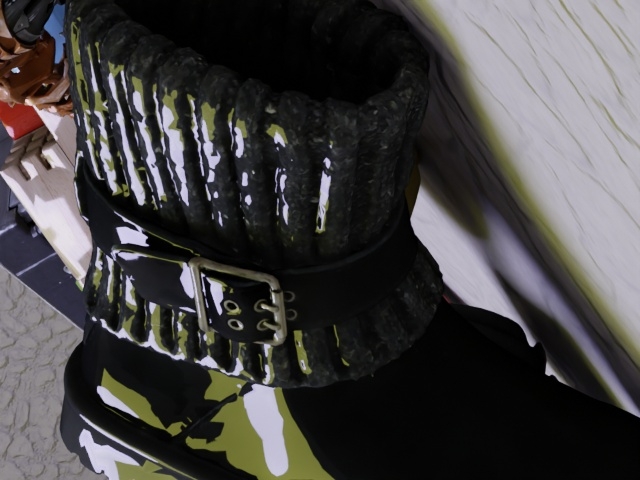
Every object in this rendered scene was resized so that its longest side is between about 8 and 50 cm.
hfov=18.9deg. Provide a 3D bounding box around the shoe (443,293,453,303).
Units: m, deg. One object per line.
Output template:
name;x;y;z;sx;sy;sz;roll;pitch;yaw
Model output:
shoe;0.052;0.039;1.377;0.081;0.063;0.178;49;-178;-16

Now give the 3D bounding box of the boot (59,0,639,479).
boot;0.038;0.026;0.863;0.131;0.348;0.260;-63;-14;-55

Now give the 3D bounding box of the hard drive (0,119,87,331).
hard drive;-0.152;0.002;1.631;0.339;0.064;0.237;44;-152;-38

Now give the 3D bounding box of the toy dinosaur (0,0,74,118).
toy dinosaur;-0.174;-0.170;1.037;0.164;0.218;0.322;51;177;19

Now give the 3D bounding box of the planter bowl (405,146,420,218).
planter bowl;-0.010;-0.050;1.047;0.217;0.090;0.217;47;174;6

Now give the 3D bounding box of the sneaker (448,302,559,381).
sneaker;0.137;0.137;1.088;0.295;0.104;0.147;34;-147;-14

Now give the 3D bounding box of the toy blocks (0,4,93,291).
toy blocks;-0.157;-0.122;1.409;0.261;0.190;0.381;58;-162;-22
